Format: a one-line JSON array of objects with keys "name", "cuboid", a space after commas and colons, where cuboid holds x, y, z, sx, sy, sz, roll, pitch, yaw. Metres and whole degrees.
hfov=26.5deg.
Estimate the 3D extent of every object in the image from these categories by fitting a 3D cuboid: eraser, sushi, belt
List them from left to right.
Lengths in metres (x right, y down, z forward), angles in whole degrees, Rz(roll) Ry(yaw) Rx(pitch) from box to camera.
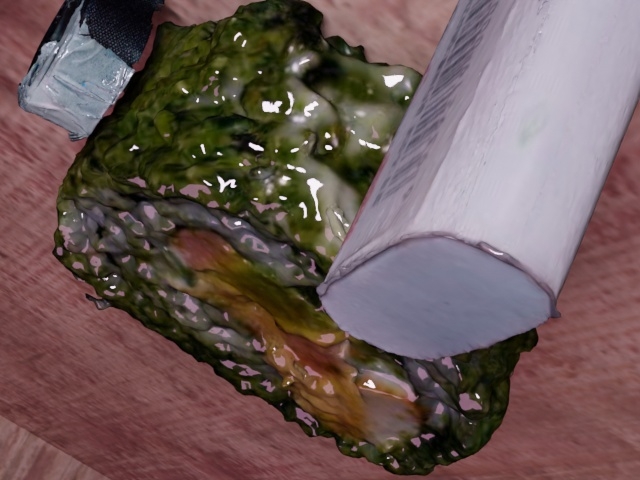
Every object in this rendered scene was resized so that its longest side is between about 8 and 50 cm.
[{"name": "belt", "cuboid": [-0.156, -0.129, 0.904, 0.058, 0.140, 0.105, 32, 127, -21]}, {"name": "sushi", "cuboid": [0.000, 0.000, 0.949, 0.352, 0.178, 0.294, 37, 153, -14]}, {"name": "eraser", "cuboid": [0.092, -0.063, 0.651, 0.081, 0.227, 0.174, 32, 157, -12]}]
